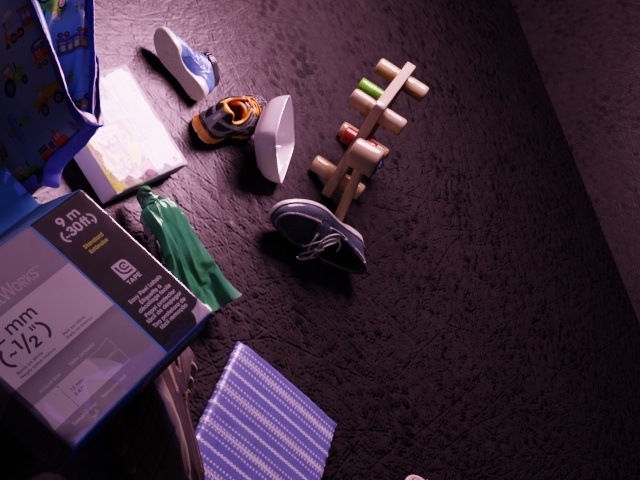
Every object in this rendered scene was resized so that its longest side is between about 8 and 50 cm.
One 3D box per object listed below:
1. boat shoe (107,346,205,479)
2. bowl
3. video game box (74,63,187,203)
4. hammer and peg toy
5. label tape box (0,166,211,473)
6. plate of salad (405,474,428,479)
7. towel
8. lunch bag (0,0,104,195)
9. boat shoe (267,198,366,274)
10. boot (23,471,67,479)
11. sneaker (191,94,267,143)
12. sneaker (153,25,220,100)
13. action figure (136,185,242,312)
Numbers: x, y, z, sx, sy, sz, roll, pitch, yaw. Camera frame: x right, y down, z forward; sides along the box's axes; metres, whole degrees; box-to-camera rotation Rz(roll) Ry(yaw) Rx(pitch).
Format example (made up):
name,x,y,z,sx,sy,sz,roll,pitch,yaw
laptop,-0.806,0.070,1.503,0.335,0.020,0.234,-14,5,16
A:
name,x,y,z,sx,sy,sz,roll,pitch,yaw
boat shoe,-0.229,0.186,1.194,0.130,0.132,0.355,-8,73,-53
bowl,-0.092,-0.199,1.669,0.142,0.053,0.142,88,12,-48
video game box,-0.337,-0.178,1.400,0.205,0.048,0.187,58,33,-1
hammer and peg toy,0.081,-0.207,1.780,0.127,0.266,0.361,33,38,1
label tape box,-0.346,0.067,1.040,0.348,0.115,0.249,44,51,1
plate of salad,0.214,0.514,1.546,0.200,0.048,0.199,48,21,-25
towel,-0.100,0.346,1.329,0.243,0.040,0.336,44,36,-17
lunch bag,-0.403,-0.207,1.184,0.138,0.221,0.293,6,60,-49
boat shoe,0.000,0.000,1.652,0.254,0.095,0.079,33,31,-46
boot,-0.249,0.369,1.007,0.083,0.161,0.246,-19,81,-55
sneaker,-0.154,-0.243,1.643,0.084,0.083,0.215,55,34,-3
sneaker,-0.248,-0.346,1.619,0.152,0.058,0.084,54,41,-15
action figure,-0.231,0.015,1.375,0.137,0.063,0.232,-30,93,-53
